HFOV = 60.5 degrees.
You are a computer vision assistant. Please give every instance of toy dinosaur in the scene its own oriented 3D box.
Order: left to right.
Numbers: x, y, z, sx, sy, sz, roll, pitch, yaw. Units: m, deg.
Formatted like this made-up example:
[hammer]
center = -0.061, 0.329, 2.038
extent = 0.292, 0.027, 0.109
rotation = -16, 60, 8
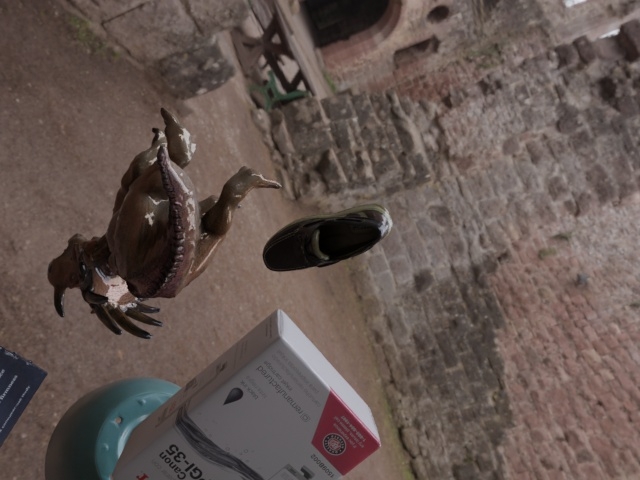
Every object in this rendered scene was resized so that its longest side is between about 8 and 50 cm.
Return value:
[toy dinosaur]
center = -0.154, 0.006, 0.496
extent = 0.127, 0.200, 0.295
rotation = 37, -15, -19

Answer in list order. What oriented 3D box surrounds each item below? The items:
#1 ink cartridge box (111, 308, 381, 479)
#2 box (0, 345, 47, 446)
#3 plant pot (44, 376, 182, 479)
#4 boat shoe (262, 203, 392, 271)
[ink cartridge box]
center = -0.094, 0.267, 0.738
extent = 0.207, 0.283, 0.117
rotation = 49, 4, -11
[box]
center = -0.322, 0.110, 0.374
extent = 0.207, 0.108, 0.153
rotation = 77, 34, -58
[plant pot]
center = -0.330, 0.382, 0.999
extent = 0.235, 0.293, 0.293
rotation = -39, -115, 53
[boat shoe]
center = 0.000, 0.000, 0.583
extent = 0.056, 0.152, 0.049
rotation = 66, 21, -9
